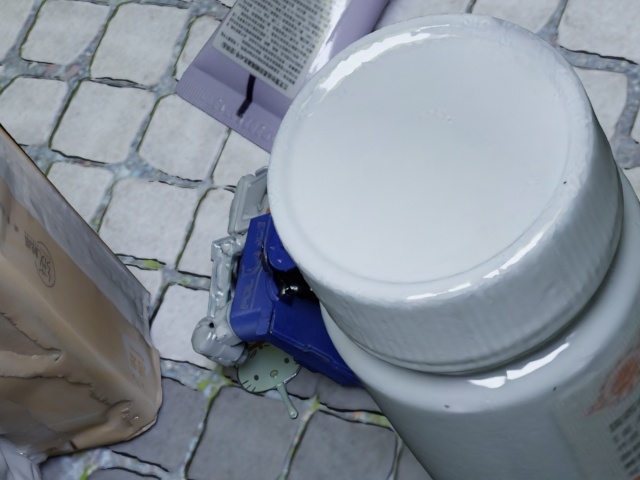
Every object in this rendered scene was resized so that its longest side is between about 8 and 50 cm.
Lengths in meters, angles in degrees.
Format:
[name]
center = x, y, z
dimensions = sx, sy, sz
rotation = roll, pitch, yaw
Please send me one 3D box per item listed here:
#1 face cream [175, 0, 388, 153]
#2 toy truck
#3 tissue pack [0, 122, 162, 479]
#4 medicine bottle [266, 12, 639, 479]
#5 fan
[face cream]
center = -0.001, -0.208, 1.532
dimensions = 0.154, 0.096, 0.274
rotation = 34, 91, 31
[toy truck]
center = 0.000, 0.000, 1.382
dimensions = 0.177, 0.161, 0.213
rotation = -15, 53, 41
[tissue pack]
center = -0.271, 0.077, 1.331
dimensions = 0.239, 0.305, 0.238
rotation = -10, 58, 16
[medicine bottle]
center = 0.115, 0.037, 1.159
dimensions = 0.211, 0.371, 0.211
rotation = -10, 58, 16
[fan]
center = -0.036, 0.105, 1.405
dimensions = 0.056, 0.004, 0.083
rotation = -29, 56, 4
